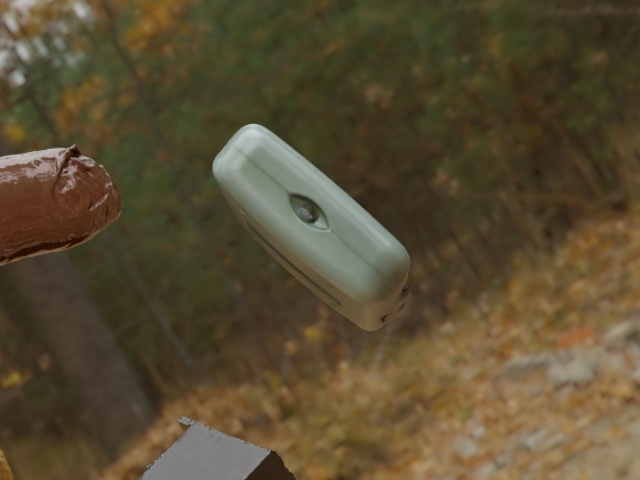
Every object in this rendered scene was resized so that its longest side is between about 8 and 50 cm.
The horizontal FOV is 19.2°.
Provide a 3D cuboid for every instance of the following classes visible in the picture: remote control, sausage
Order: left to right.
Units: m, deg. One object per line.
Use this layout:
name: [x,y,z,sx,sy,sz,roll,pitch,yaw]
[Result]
sausage: [-0.318,-0.004,1.449,0.094,0.094,0.419,24,27,35]
remote control: [0.000,0.000,1.252,0.056,0.140,0.296,-47,-6,-3]

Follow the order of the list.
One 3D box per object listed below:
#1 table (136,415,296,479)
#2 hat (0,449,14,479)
table: [-0.108,0.313,1.956,0.169,0.172,0.193,-45,27,-20]
hat: [-0.480,0.277,2.003,0.233,0.244,0.233,12,3,17]
